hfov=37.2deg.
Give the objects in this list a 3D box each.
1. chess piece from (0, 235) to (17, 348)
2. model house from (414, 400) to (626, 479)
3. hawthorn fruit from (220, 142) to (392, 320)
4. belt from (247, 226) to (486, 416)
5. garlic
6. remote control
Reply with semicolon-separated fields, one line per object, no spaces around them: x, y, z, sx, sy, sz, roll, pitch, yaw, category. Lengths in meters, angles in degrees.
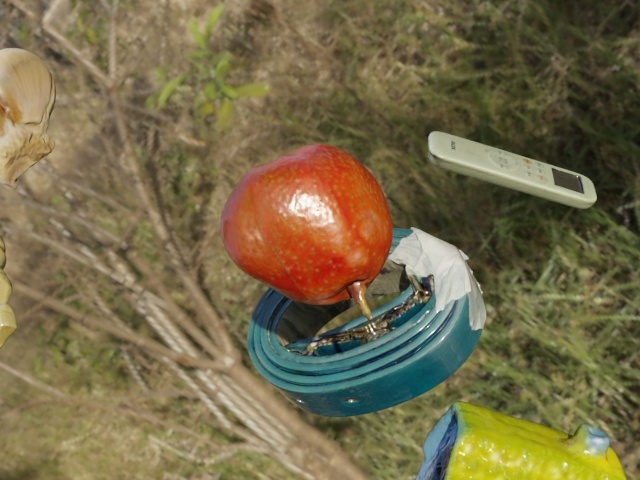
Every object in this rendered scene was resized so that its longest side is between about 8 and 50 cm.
-0.495;0.082;1.399;0.090;0.090;0.200;-48;49;27;chess piece
0.243;0.357;1.236;0.215;0.237;0.303;-87;15;-75;model house
0.000;0.000;1.128;0.196;0.225;0.196;-33;-12;-8;hawthorn fruit
0.083;0.148;1.755;0.437;0.173;0.300;-21;56;9;belt
-0.355;-0.133;1.011;0.099;0.124;0.174;16;52;28;garlic
0.330;-0.119;1.649;0.090;0.310;0.038;-81;9;-55;remote control
